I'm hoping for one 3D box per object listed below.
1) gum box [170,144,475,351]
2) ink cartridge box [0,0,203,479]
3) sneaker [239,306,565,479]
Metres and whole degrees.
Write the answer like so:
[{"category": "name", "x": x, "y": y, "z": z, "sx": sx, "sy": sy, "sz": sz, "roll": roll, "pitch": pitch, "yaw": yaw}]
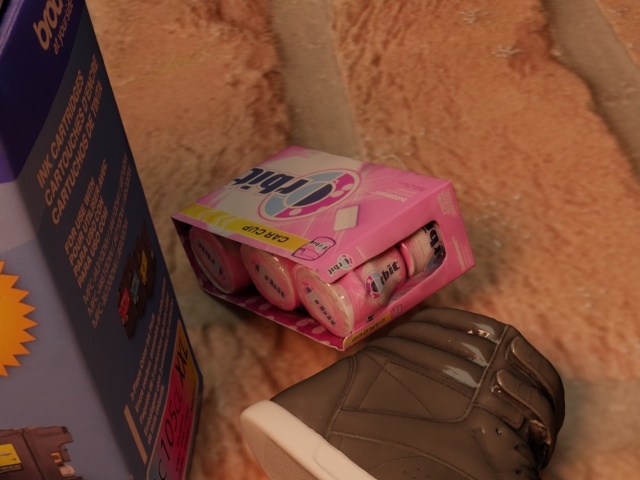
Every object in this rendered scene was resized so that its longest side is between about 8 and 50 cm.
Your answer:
[{"category": "gum box", "x": 0.000, "y": 0.000, "z": 0.738, "sx": 0.107, "sy": 0.062, "sz": 0.188, "roll": -32, "pitch": 27, "yaw": -25}, {"category": "ink cartridge box", "x": -0.234, "y": -0.001, "z": 0.569, "sx": 0.269, "sy": 0.396, "sz": 0.151, "roll": -5, "pitch": 41, "yaw": 6}, {"category": "sneaker", "x": 0.099, "y": 0.125, "z": 0.581, "sx": 0.147, "sy": 0.105, "sz": 0.295, "roll": -37, "pitch": 43, "yaw": -22}]
